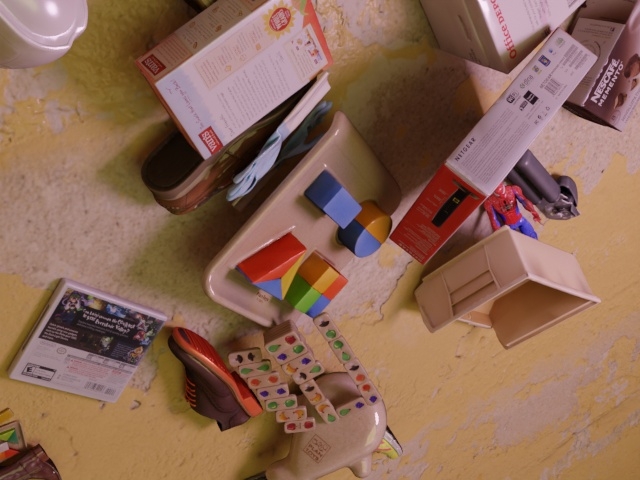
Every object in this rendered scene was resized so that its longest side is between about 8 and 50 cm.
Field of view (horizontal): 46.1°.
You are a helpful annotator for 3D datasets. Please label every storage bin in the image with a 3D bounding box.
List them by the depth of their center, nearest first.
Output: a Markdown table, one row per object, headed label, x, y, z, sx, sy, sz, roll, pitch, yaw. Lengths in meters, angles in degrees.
| label | x | y | z | sx | sy | sz | roll | pitch | yaw |
| --- | --- | --- | --- | --- | --- | --- | --- | --- | --- |
| storage bin | 0.372 | 0.109 | 1.530 | 0.262 | 0.123 | 0.260 | 16 | 138 | -40 |

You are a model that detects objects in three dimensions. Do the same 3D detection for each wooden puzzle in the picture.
| label | x | y | z | sx | sy | sz | roll | pitch | yaw |
| --- | --- | --- | --- | --- | --- | --- | --- | --- | --- |
| wooden puzzle | -0.500 | 0.320 | 1.177 | 0.078 | 0.014 | 0.116 | -22 | 126 | -23 |
| wooden puzzle | 0.000 | 0.000 | 1.245 | 0.348 | 0.080 | 0.322 | -52 | 150 | -1 |

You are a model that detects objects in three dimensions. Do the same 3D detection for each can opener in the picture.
| label | x | y | z | sx | sy | sz | roll | pitch | yaw |
| --- | --- | --- | --- | --- | --- | --- | --- | --- | --- |
| can opener | 0.467 | -0.126 | 1.584 | 0.283 | 0.076 | 0.095 | 36 | 60 | -42 |

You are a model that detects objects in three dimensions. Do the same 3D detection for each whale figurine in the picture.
| label | x | y | z | sx | sy | sz | roll | pitch | yaw |
| --- | --- | --- | --- | --- | --- | --- | --- | --- | --- |
| whale figurine | 0.013 | 0.384 | 1.482 | 0.272 | 0.216 | 0.141 | -54 | 171 | 4 |

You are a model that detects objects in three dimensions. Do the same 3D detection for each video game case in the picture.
| label | x | y | z | sx | sy | sz | roll | pitch | yaw |
| --- | --- | --- | --- | --- | --- | --- | --- | --- | --- |
| video game case | -0.361 | 0.162 | 1.181 | 0.190 | 0.022 | 0.173 | 27 | 98 | -41 |

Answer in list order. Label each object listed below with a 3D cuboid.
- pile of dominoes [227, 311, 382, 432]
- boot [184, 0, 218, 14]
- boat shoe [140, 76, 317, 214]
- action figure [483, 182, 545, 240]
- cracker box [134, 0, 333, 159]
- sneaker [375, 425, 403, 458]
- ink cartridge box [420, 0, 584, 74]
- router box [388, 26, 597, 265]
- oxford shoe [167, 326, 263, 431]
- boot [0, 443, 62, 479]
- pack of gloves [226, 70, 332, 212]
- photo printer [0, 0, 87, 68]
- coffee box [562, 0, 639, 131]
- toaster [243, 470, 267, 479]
| label | x | y | z | sx | sy | sz | roll | pitch | yaw |
| --- | --- | --- | --- | --- | --- | --- | --- | --- | --- |
| pile of dominoes | -0.024 | 0.252 | 1.333 | 0.196 | 0.040 | 0.251 | -28 | 119 | 8 |
| boot | -0.102 | -0.388 | 0.996 | 0.203 | 0.095 | 0.262 | -52 | 139 | 3 |
| boat shoe | -0.127 | -0.161 | 1.118 | 0.307 | 0.111 | 0.104 | -39 | 154 | -7 |
| action figure | 0.415 | -0.010 | 1.550 | 0.091 | 0.139 | 0.280 | -28 | 130 | 12 |
| cracker box | -0.108 | -0.237 | 0.999 | 0.232 | 0.067 | 0.156 | -38 | 145 | -8 |
| sneaker | 0.100 | 0.422 | 1.623 | 0.094 | 0.081 | 0.208 | -41 | 125 | 1 |
| ink cartridge box | 0.297 | -0.422 | 1.213 | 0.232 | 0.168 | 0.171 | -43 | 131 | -7 |
| router box | 0.276 | -0.145 | 1.248 | 0.335 | 0.082 | 0.301 | -49 | 175 | -24 |
| oxford shoe | -0.197 | 0.251 | 1.300 | 0.098 | 0.097 | 0.271 | -36 | 130 | -5 |
| boot | -0.483 | 0.390 | 1.208 | 0.114 | 0.037 | 0.106 | -33 | 128 | -21 |
| pack of gloves | -0.048 | -0.131 | 1.139 | 0.232 | 0.046 | 0.195 | -50 | 177 | -2 |
| photo printer | -0.389 | -0.298 | 0.748 | 0.107 | 0.256 | 0.307 | -59 | 134 | -20 |
| coffee box | 0.575 | -0.384 | 1.464 | 0.168 | 0.119 | 0.297 | 17 | 104 | -41 |
| toaster | -0.107 | 0.562 | 1.487 | 0.185 | 0.168 | 0.110 | -14 | 121 | -28 |
